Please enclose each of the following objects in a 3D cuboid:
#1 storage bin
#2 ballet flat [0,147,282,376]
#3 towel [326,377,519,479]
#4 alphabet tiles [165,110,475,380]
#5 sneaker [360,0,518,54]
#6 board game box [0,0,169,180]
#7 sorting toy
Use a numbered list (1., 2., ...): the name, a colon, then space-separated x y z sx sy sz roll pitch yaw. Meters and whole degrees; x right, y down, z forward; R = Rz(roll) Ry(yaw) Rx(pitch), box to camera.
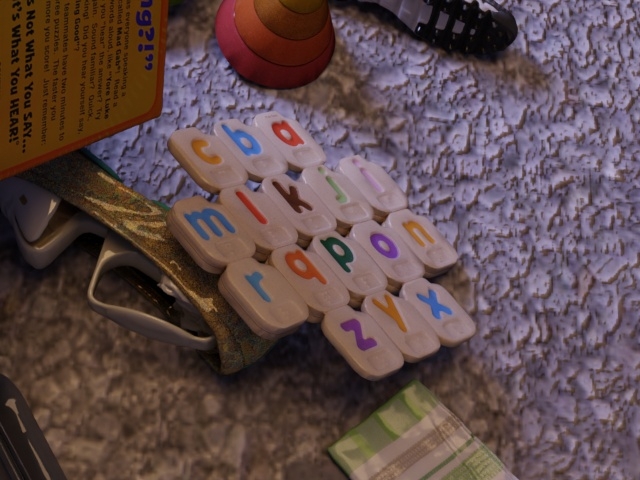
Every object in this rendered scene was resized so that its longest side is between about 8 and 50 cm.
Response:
1. storage bin: -0.261 0.179 1.227 0.091 0.098 0.135 -33 68 3
2. ballet flat: -0.184 -0.003 1.335 0.349 0.123 0.123 33 59 8
3. towel: 0.094 0.196 1.316 0.113 0.023 0.152 -35 71 -28
4. alphabet tiles: 0.000 0.000 1.345 0.278 0.021 0.284 49 35 17
5. sneaker: 0.093 -0.265 1.564 0.234 0.078 0.106 22 55 2
6. board game box: -0.352 -0.259 1.183 0.356 0.356 0.356 19 27 26
7. sorting toy: -0.131 -0.286 1.470 0.366 0.126 0.127 31 62 -5
